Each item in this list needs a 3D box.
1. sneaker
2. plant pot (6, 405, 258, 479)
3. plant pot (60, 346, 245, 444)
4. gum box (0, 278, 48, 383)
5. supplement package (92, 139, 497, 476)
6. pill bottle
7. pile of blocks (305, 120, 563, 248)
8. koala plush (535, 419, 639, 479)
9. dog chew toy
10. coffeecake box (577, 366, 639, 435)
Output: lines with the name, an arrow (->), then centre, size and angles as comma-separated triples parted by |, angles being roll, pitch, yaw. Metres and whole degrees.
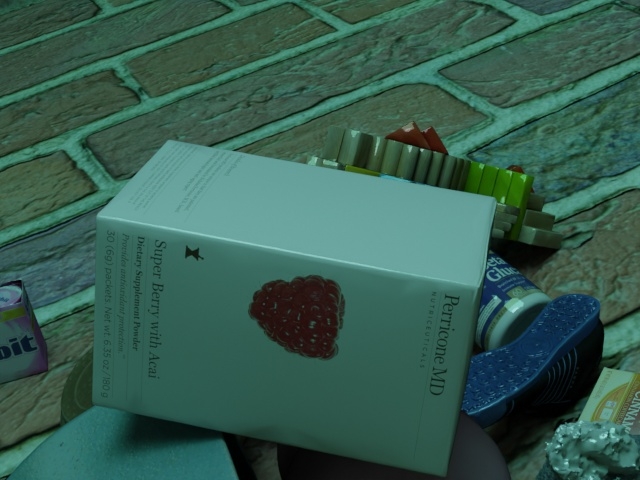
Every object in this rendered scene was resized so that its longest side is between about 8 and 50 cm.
sneaker -> 0.219, 0.148, 1.272 | 0.232, 0.090, 0.081 | -31, 32, -29
plant pot -> -0.158, 0.294, 1.043 | 0.252, 0.247, 0.248 | -24, 32, -4
plant pot -> -0.194, 0.174, 1.282 | 0.237, 0.110, 0.237 | -23, 41, 22
gum box -> -0.449, 0.130, 1.523 | 0.188, 0.107, 0.062 | -16, 31, -5
supplement package -> -0.018, 0.048, 0.995 | 0.293, 0.177, 0.175 | 10, 26, 8
pill bottle -> 0.181, 0.057, 1.398 | 0.094, 0.094, 0.169 | -27, 48, -24
pile of blocks -> 0.154, -0.077, 1.478 | 0.362, 0.112, 0.149 | 11, 6, -29
koala plush -> 0.273, 0.211, 0.977 | 0.221, 0.196, 0.203 | 5, 58, 4
dog chew toy -> 0.052, 0.206, 1.149 | 0.206, 0.206, 0.332 | -16, 23, -6
coffeecake box -> 0.342, 0.203, 1.163 | 0.185, 0.068, 0.142 | 8, 35, 29
